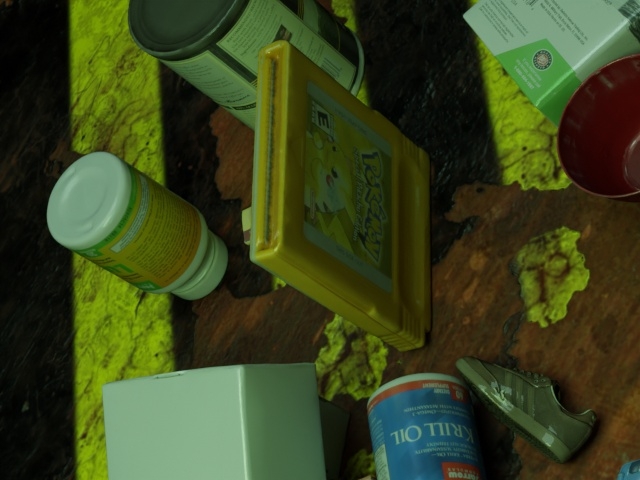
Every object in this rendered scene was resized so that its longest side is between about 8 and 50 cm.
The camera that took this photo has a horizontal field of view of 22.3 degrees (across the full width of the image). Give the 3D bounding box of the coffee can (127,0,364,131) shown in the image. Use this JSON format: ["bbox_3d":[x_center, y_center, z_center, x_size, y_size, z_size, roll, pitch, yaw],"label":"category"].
[{"bbox_3d":[-0.097,-0.274,2.193,0.201,0.275,0.201,-18,57,29],"label":"coffee can"}]

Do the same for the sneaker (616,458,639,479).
[{"bbox_3d":[0.338,0.273,1.720,0.144,0.053,0.059,-48,47,-5],"label":"sneaker"}]

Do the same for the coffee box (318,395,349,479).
[{"bbox_3d":[-0.108,0.238,2.019,0.246,0.141,0.098,-4,65,35],"label":"coffee box"}]

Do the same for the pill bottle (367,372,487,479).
[{"bbox_3d":[0.127,0.272,1.833,0.124,0.124,0.221,-26,54,24],"label":"pill bottle"}]

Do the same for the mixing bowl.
[{"bbox_3d":[0.375,-0.113,1.865,0.181,0.098,0.181,-18,57,30],"label":"mixing bowl"}]

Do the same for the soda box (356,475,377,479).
[{"bbox_3d":[0.005,0.342,1.933,0.183,0.058,0.063,-25,54,26],"label":"soda box"}]

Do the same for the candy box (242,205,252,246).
[{"bbox_3d":[0.000,0.000,2.032,0.109,0.186,0.053,-23,55,26],"label":"candy box"}]

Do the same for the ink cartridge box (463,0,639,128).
[{"bbox_3d":[0.341,-0.287,1.973,0.273,0.115,0.198,-42,49,13],"label":"ink cartridge box"}]

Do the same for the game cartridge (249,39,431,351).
[{"bbox_3d":[0.035,-0.047,1.938,0.052,0.323,0.285,-18,58,33],"label":"game cartridge"}]

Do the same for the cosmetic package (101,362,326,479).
[{"bbox_3d":[-0.111,0.335,1.821,0.217,0.156,0.385,-8,81,35],"label":"cosmetic package"}]

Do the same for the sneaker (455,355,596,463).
[{"bbox_3d":[0.236,0.180,1.851,0.071,0.066,0.188,-42,51,-10],"label":"sneaker"}]

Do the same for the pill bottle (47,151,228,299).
[{"bbox_3d":[-0.237,-0.009,2.179,0.136,0.245,0.136,-18,57,30],"label":"pill bottle"}]
